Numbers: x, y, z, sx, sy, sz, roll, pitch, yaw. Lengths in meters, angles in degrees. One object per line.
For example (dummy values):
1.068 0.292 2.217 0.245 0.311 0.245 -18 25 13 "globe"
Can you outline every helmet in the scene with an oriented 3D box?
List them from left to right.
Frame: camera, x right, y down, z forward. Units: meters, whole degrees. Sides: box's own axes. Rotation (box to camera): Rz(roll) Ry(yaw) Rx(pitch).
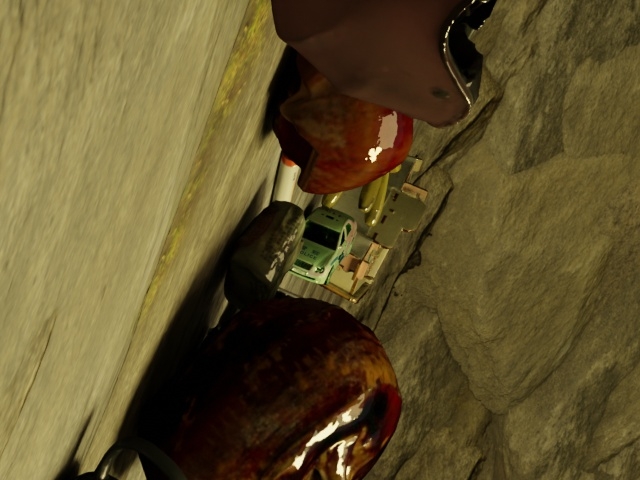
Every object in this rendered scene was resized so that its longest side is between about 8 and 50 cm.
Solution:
0.067 -0.263 1.031 0.271 0.197 0.338 -71 175 -52 "helmet"

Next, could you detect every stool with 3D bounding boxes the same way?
0.061 -0.099 2.130 0.134 0.135 0.110 12 -108 59 "stool"

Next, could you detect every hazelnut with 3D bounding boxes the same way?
0.022 -0.154 1.447 0.170 0.161 0.201 -93 170 -77 "hazelnut"

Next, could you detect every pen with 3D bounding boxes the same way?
-0.052 -0.053 1.744 0.028 0.028 0.239 -61 173 -30 "pen"

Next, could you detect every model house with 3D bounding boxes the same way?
0.075 0.002 2.469 0.326 0.169 0.244 -60 175 -44 "model house"

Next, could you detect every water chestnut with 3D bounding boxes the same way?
-0.042 0.248 1.583 0.350 0.302 0.350 -36 157 -18 "water chestnut"

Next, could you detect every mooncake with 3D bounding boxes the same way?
-0.071 0.017 1.642 0.125 0.073 0.130 -59 174 -31 "mooncake"

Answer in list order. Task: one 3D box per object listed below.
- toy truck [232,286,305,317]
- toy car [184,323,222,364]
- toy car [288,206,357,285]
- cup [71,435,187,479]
-0.097 0.181 1.922 0.155 0.124 0.268 -69 -177 -57 "toy truck"
-0.155 0.193 1.755 0.093 0.058 0.186 -59 172 -51 "toy car"
0.000 0.000 2.147 0.224 0.090 0.076 -52 164 -65 "toy car"
-0.196 0.311 1.301 0.223 0.177 0.169 -64 171 11 "cup"
